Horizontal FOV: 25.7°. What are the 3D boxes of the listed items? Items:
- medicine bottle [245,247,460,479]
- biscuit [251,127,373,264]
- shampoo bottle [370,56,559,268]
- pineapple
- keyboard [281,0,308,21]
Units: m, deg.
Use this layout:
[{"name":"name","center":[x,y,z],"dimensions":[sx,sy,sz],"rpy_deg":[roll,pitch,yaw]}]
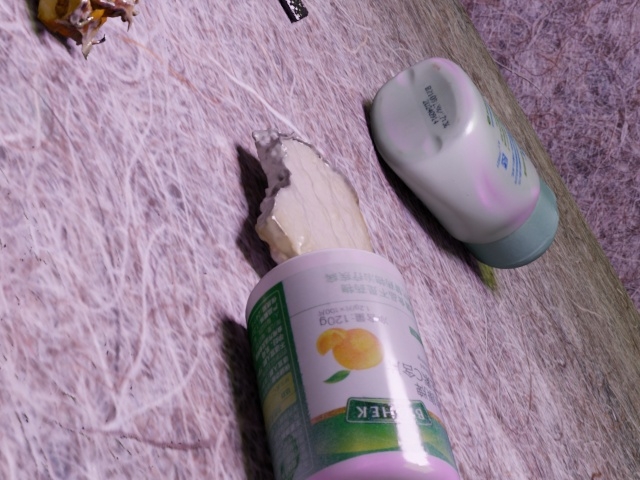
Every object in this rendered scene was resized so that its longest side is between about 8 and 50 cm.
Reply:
[{"name":"medicine bottle","center":[0.027,0.146,1.027],"dimensions":[0.133,0.133,0.274],"rpy_deg":[45,25,-46]},{"name":"biscuit","center":[-0.005,-0.025,1.306],"dimensions":[0.188,0.040,0.265],"rpy_deg":[63,17,0]},{"name":"shampoo bottle","center":[0.209,-0.085,1.907],"dimensions":[0.349,0.151,0.222],"rpy_deg":[43,20,-47]},{"name":"pineapple","center":[-0.181,-0.208,1.070],"dimensions":[0.116,0.069,0.137],"rpy_deg":[57,19,-19]},{"name":"keyboard","center":[-0.074,-0.362,1.729],"dimensions":[0.204,0.013,0.061],"rpy_deg":[60,16,-7]}]
